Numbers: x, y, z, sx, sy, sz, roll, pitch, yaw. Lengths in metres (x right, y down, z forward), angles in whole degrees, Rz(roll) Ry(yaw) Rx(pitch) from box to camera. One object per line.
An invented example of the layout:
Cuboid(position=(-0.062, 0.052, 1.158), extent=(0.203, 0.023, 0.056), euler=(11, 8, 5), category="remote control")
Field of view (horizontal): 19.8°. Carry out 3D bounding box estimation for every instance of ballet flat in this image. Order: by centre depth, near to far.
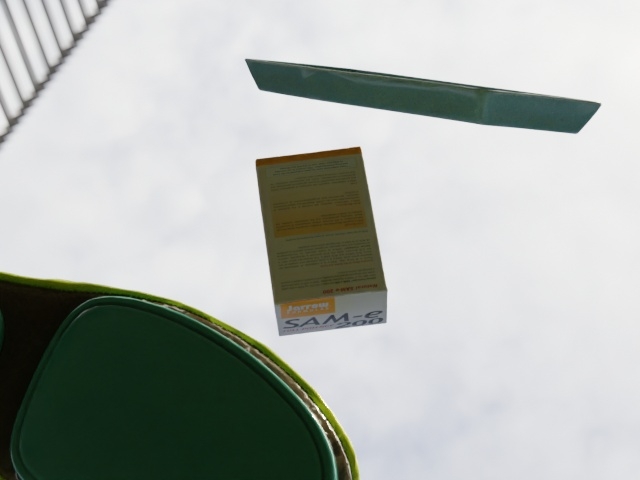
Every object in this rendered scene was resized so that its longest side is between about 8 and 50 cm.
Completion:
Cuboid(position=(-0.085, 0.051, 0.574), extent=(0.231, 0.077, 0.077), euler=(17, -109, 22), category="ballet flat")

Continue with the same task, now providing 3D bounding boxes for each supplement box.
Cuboid(position=(0.000, 0.000, 1.014), extent=(0.062, 0.036, 0.098), euler=(-6, -123, -3), category="supplement box")

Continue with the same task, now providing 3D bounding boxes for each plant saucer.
Cuboid(position=(0.040, -0.066, 0.836), extent=(0.067, 0.018, 0.192), euler=(2, -174, -33), category="plant saucer")
